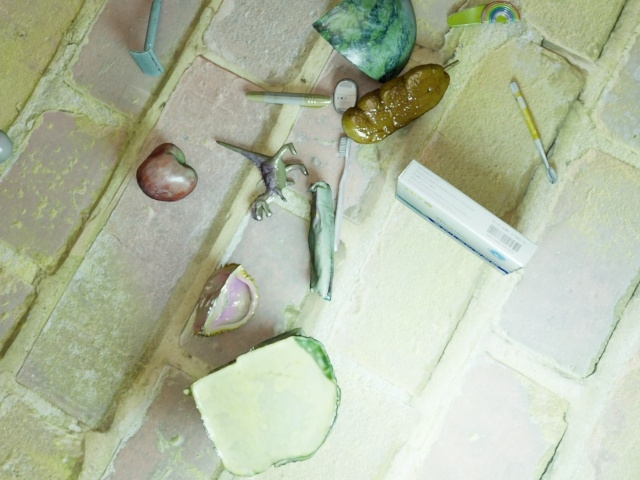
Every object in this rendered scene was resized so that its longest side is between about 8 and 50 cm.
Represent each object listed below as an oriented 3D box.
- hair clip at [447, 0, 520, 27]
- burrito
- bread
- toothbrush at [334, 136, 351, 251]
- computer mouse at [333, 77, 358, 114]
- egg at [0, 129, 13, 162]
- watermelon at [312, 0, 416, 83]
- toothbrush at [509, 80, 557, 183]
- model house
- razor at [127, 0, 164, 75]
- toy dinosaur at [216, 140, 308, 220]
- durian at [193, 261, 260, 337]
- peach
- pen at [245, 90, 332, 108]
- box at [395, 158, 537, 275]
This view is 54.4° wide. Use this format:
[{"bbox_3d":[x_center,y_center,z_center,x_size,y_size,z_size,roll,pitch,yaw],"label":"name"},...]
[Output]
[{"bbox_3d":[0.427,-0.592,1.631,0.188,0.033,0.060,-7,82,5],"label":"hair clip"},{"bbox_3d":[0.003,-0.001,1.573,0.066,0.096,0.309,0,80,-13],"label":"burrito"},{"bbox_3d":[0.209,-0.365,1.599,0.344,0.084,0.124,-32,110,0],"label":"bread"},{"bbox_3d":[0.050,-0.122,1.614,0.030,0.025,0.307,5,83,15],"label":"toothbrush"},{"bbox_3d":[0.067,-0.378,1.638,0.066,0.039,0.096,7,97,7],"label":"computer mouse"},{"bbox_3d":[-0.903,-0.260,1.687,0.135,0.103,0.103,18,85,9],"label":"egg"},{"bbox_3d":[0.143,-0.545,1.599,0.260,0.256,0.176,-38,37,8],"label":"watermelon"},{"bbox_3d":[0.542,-0.277,1.584,0.021,0.024,0.288,-21,81,5],"label":"toothbrush"},{"bbox_3d":[-0.107,0.362,1.448,0.321,0.266,0.261,-24,87,0],"label":"model house"},{"bbox_3d":[-0.459,-0.579,1.699,0.068,0.106,0.232,3,74,6],"label":"razor"},{"bbox_3d":[-0.146,-0.191,1.623,0.200,0.072,0.251,-25,91,12],"label":"toy dinosaur"},{"bbox_3d":[-0.243,0.148,1.558,0.165,0.132,0.182,-3,86,13],"label":"durian"},{"bbox_3d":[-0.404,-0.169,1.621,0.152,0.152,0.152,-1,83,6],"label":"peach"},{"bbox_3d":[-0.085,-0.374,1.658,0.233,0.032,0.040,4,107,8],"label":"pen"},{"bbox_3d":[0.336,-0.049,1.489,0.343,0.200,0.065,36,85,9],"label":"box"}]
